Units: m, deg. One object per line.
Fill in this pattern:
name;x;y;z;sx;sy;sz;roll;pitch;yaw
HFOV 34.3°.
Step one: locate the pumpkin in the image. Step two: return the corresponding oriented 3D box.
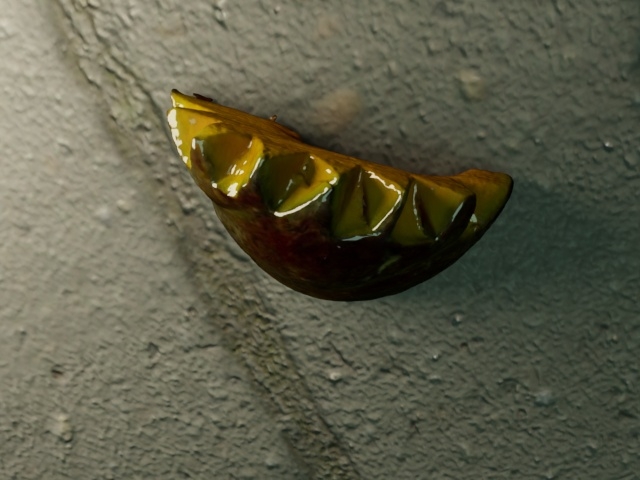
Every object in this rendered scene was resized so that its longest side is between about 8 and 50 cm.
pumpkin;0.000;0.000;0.722;0.254;0.130;0.149;14;116;-6
